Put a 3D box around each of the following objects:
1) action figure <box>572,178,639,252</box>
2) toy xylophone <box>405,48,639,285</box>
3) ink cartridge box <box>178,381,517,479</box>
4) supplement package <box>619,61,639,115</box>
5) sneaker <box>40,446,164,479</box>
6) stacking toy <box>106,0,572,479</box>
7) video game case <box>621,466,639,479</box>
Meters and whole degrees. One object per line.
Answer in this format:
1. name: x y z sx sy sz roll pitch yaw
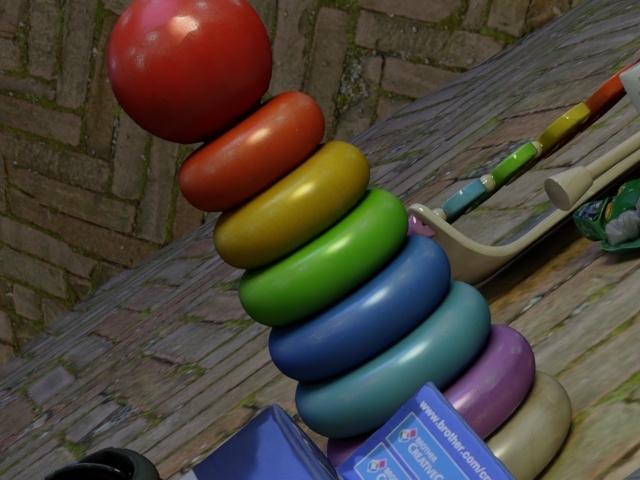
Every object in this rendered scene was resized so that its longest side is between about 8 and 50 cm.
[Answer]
1. action figure: 0.265 -0.042 0.967 0.232 0.063 0.137 -29 12 49
2. toy xylophone: 0.209 -0.076 1.132 0.322 0.081 0.236 -35 -7 -24
3. ink cartridge box: -0.046 0.184 0.450 0.311 0.065 0.186 -37 43 -3
4. supplement package: 0.320 -0.097 0.677 0.262 0.145 0.204 -33 6 -37
5. sneaker: -0.119 0.187 0.795 0.104 0.147 0.295 -39 8 -23
6. stacking toy: 0.000 0.000 0.770 0.141 0.330 0.141 -32 8 5
7. video game case: 0.185 0.070 0.542 0.183 0.023 0.201 -35 -10 -5
